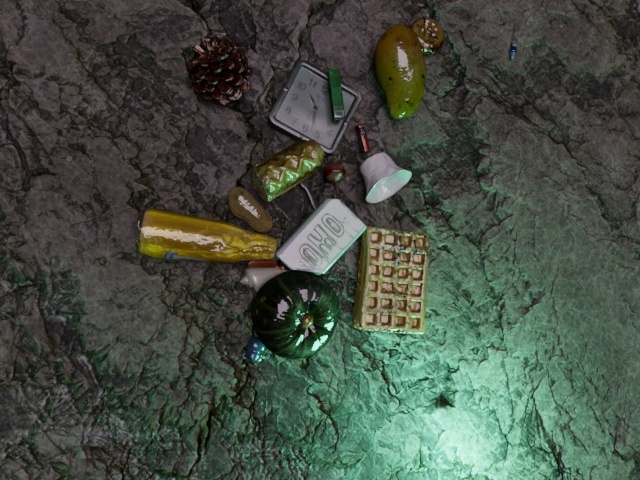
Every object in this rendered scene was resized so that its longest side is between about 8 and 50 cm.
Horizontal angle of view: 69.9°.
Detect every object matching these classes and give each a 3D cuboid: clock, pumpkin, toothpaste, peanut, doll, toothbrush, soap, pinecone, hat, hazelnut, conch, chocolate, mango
[{"bbox_3d":[-0.020,-0.480,1.672,0.273,0.049,0.279,28,80,-10],"label":"clock"},{"bbox_3d":[-0.085,0.239,1.515,0.299,0.207,0.301,-7,107,-25],"label":"pumpkin"},{"bbox_3d":[0.057,-0.523,1.649,0.043,0.037,0.179,-6,87,-10],"label":"toothpaste"},{"bbox_3d":[-0.245,-0.101,1.573,0.093,0.083,0.194,-42,96,-12],"label":"peanut"},{"bbox_3d":[-0.219,0.373,1.561,0.076,0.050,0.083,20,80,-15],"label":"doll"},{"bbox_3d":[-0.006,-0.094,1.656,0.030,0.030,0.298,-29,93,-20],"label":"toothbrush"},{"bbox_3d":[0.000,0.000,1.594,0.173,0.095,0.289,44,86,-4],"label":"soap"},{"bbox_3d":[-0.342,-0.572,1.530,0.221,0.221,0.222,1,85,-13],"label":"pinecone"},{"bbox_3d":[0.218,-0.237,1.659,0.203,0.203,0.126,-26,70,-13],"label":"hat"},{"bbox_3d":[0.051,-0.249,1.660,0.086,0.086,0.087,1,85,-13],"label":"hazelnut"},{"bbox_3d":[-0.191,0.112,1.566,0.176,0.104,0.094,-26,118,-17],"label":"conch"},{"bbox_3d":[-0.364,-0.001,1.500,0.444,0.162,0.162,8,84,-14],"label":"chocolate"},{"bbox_3d":[0.304,-0.627,1.703,0.176,0.175,0.330,-15,89,31],"label":"mango"}]

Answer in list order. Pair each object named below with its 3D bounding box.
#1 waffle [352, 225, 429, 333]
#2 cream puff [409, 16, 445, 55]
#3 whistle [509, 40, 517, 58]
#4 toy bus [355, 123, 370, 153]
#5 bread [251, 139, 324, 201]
[{"bbox_3d":[0.253,0.141,1.656,0.260,0.114,0.377,5,84,-10],"label":"waffle"},{"bbox_3d":[0.404,-0.786,1.776,0.148,0.084,0.149,2,81,-12],"label":"cream puff"},{"bbox_3d":[0.800,-0.788,1.894,0.033,0.029,0.083,22,74,-26],"label":"whistle"},{"bbox_3d":[0.158,-0.380,1.707,0.031,0.043,0.110,-14,89,-13],"label":"toy bus"},{"bbox_3d":[-0.108,-0.253,1.582,0.267,0.152,0.130,-33,113,-16],"label":"bread"}]
